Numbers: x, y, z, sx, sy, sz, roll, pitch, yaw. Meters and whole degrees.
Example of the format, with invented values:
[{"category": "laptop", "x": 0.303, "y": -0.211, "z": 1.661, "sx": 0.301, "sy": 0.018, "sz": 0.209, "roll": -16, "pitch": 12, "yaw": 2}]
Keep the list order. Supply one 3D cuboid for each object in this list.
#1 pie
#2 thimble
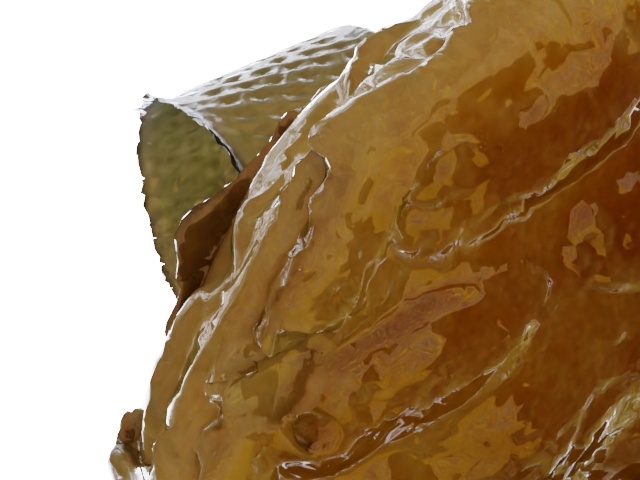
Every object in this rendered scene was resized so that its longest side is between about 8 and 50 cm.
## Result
[{"category": "pie", "x": 0.077, "y": 0.046, "z": 0.605, "sx": 0.339, "sy": 0.083, "sz": 0.340, "roll": -20, "pitch": -55, "yaw": -30}, {"category": "thimble", "x": 0.000, "y": 0.000, "z": 1.160, "sx": 0.150, "sy": 0.271, "sz": 0.271, "roll": -26, "pitch": -91, "yaw": -21}]
